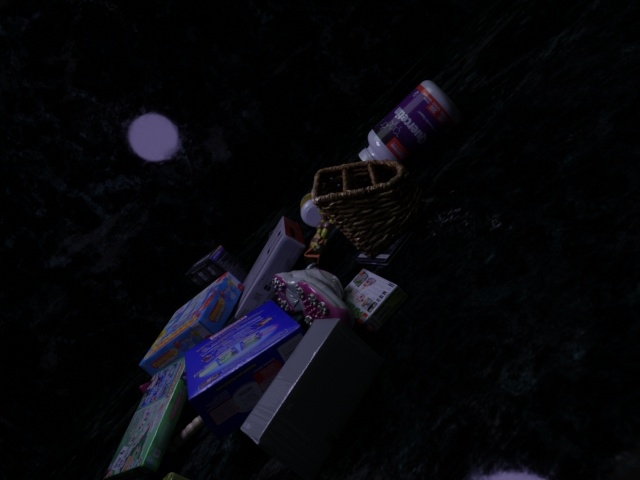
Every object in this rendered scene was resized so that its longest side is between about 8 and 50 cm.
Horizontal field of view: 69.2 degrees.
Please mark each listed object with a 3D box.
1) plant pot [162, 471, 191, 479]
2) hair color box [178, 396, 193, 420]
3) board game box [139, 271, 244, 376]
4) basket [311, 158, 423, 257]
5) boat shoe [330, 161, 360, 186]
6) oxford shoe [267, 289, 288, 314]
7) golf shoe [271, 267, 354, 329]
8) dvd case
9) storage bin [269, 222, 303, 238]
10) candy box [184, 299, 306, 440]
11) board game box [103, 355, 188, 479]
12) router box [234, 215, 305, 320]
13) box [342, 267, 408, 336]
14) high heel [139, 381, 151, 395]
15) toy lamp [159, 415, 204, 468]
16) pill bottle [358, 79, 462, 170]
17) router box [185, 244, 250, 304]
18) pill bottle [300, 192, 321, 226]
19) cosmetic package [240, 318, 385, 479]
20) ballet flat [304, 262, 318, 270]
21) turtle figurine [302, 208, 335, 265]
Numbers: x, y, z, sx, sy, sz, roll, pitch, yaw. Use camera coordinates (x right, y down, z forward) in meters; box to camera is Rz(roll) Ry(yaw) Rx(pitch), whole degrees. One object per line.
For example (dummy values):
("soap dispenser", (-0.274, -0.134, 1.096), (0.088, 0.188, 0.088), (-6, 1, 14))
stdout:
("plant pot", (-0.295, 0.528, 0.967), (0.083, 0.079, 0.083), (-42, 16, 14))
("hair color box", (-0.431, 0.428, 1.568), (0.174, 0.105, 0.347), (-42, 14, 10))
("board game box", (-0.432, 0.285, 1.587), (0.308, 0.086, 0.302), (-37, 16, 21))
("basket", (0.126, -0.139, 1.233), (0.213, 0.223, 0.299), (-41, 14, 18))
("boat shoe", (0.098, -0.254, 1.936), (0.301, 0.108, 0.102), (-21, 29, 54))
("oxford shoe", (-0.135, 0.215, 1.411), (0.227, 0.083, 0.096), (-56, -5, -29))
("golf shoe", (0.004, 0.118, 1.032), (0.140, 0.115, 0.306), (-19, 20, -24))
("dvd case", (0.197, -0.025, 1.205), (0.221, 0.018, 0.164), (-49, 15, -14))
("storage bin", (-0.142, -0.021, 2.037), (0.091, 0.098, 0.135), (-21, -9, -47))
("candy box", (-0.168, 0.277, 1.083), (0.268, 0.122, 0.317), (-31, 13, -13))
("board game box", (-0.451, 0.480, 1.263), (0.213, 0.046, 0.317), (-31, 29, 34))
("router box", (-0.178, 0.098, 1.641), (0.335, 0.082, 0.301), (-58, 12, 11))
("box", (0.102, 0.129, 1.017), (0.114, 0.036, 0.207), (-47, 14, -4))
("high heel", (-0.622, 0.539, 1.783), (0.082, 0.117, 0.244), (-44, 15, 8))
("toy lamp", (-0.321, 0.473, 1.193), (0.275, 0.080, 0.080), (-43, 15, 8))
("pill bottle", (0.283, -0.346, 1.507), (0.323, 0.181, 0.181), (-42, 15, 16))
("router box", (-0.413, 0.164, 1.964), (0.309, 0.243, 0.081), (-26, 25, 52))
("pill bottle", (-0.023, -0.122, 1.894), (0.117, 0.117, 0.208), (-44, 14, 10))
("cosmetic package", (-0.010, 0.262, 0.795), (0.238, 0.127, 0.107), (-54, 16, -22))
("ballet flat", (-0.046, 0.118, 1.482), (0.114, 0.041, 0.041), (-40, 16, 24))
("turtle figurine", (0.000, 0.000, 1.547), (0.217, 0.087, 0.269), (-66, 12, -12))
